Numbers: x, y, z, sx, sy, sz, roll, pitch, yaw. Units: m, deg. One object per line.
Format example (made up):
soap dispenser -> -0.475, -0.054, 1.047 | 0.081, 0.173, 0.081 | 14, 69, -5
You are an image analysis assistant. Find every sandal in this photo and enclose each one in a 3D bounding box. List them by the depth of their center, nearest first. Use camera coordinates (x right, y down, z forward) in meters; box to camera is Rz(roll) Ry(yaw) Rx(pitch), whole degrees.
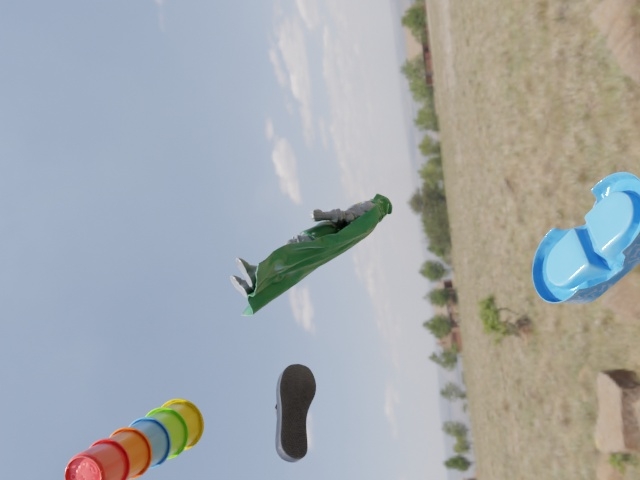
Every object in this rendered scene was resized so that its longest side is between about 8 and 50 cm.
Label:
sandal -> -0.071, 0.398, 1.585 | 0.054, 0.097, 0.254 | -50, 21, 40

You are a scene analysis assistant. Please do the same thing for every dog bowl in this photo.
dog bowl -> 0.527, 0.007, 1.281 | 0.165, 0.074, 0.297 | -93, 27, -45

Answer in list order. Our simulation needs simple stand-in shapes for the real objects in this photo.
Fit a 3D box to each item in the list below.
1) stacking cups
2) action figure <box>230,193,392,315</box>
stacking cups -> -0.285, 0.324, 1.078 | 0.316, 0.096, 0.095 | 19, -116, -78
action figure -> 0.000, 0.000, 0.837 | 0.063, 0.232, 0.137 | 55, 151, 13
